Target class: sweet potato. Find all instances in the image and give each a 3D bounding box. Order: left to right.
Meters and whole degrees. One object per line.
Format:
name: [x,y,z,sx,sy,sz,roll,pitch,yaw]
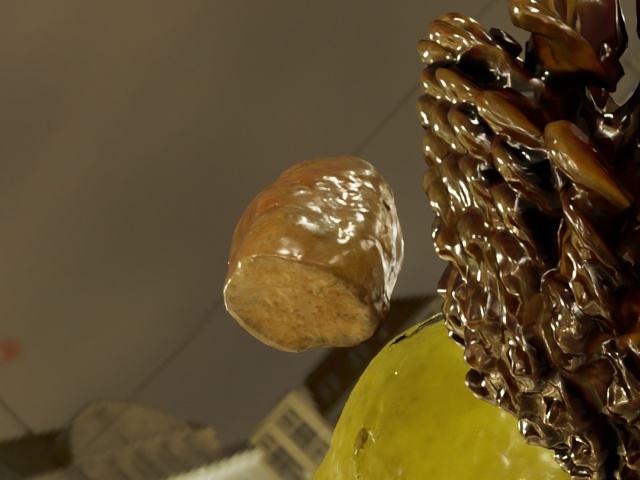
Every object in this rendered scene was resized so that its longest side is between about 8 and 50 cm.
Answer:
sweet potato: [0.000,0.000,0.911,0.097,0.097,0.252,-50,5,14]

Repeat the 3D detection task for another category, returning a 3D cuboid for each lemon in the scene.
lemon: [0.178,0.210,1.132,0.350,0.387,0.350,1,-90,-83]

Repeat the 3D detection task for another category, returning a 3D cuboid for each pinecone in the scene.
pinecone: [0.175,-0.028,0.602,0.292,0.246,0.246,-22,-19,-11]
